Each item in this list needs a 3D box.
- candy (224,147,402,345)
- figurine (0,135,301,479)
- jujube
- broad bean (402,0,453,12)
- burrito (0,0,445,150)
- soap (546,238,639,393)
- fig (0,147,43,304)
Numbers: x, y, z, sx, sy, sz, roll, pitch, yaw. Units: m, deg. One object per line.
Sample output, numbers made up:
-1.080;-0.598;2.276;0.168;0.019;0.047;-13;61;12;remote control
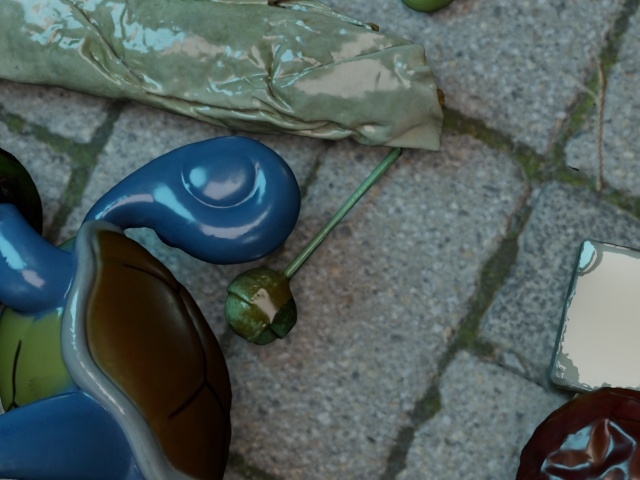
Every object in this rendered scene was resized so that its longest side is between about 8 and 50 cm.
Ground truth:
0.000;0.000;1.509;0.061;0.061;0.202;41;80;6;candy
-0.161;0.108;1.405;0.243;0.298;0.416;10;70;-1;figurine
0.218;0.234;1.409;0.174;0.174;0.250;6;104;4;jujube
0.089;-0.226;1.525;0.063;0.045;0.083;-1;92;5;broad bean
-0.090;-0.151;1.506;0.392;0.076;0.117;11;97;6;burrito
0.278;0.076;1.472;0.183;0.064;0.121;14;86;5;soap
-0.283;0.002;1.498;0.123;0.123;0.156;20;124;5;fig
